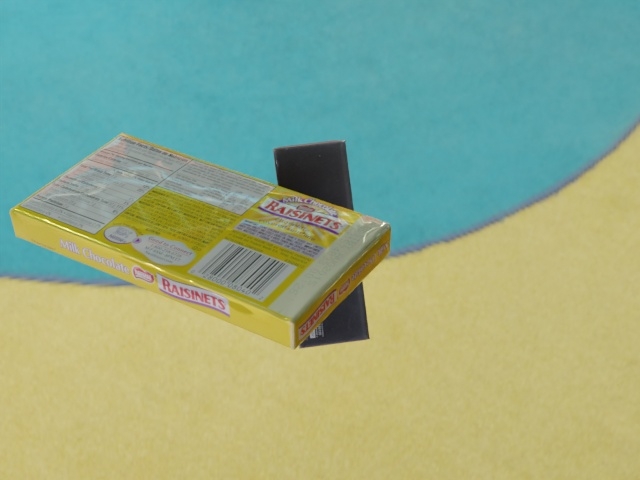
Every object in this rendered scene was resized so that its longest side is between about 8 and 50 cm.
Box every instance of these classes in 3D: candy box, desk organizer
[{"bbox_3d":[-0.073,-0.006,0.684,0.206,0.027,0.105,20,39,27],"label":"candy box"},{"bbox_3d":[0.000,0.000,0.761,0.047,0.130,0.050,-7,8,-2],"label":"desk organizer"}]
